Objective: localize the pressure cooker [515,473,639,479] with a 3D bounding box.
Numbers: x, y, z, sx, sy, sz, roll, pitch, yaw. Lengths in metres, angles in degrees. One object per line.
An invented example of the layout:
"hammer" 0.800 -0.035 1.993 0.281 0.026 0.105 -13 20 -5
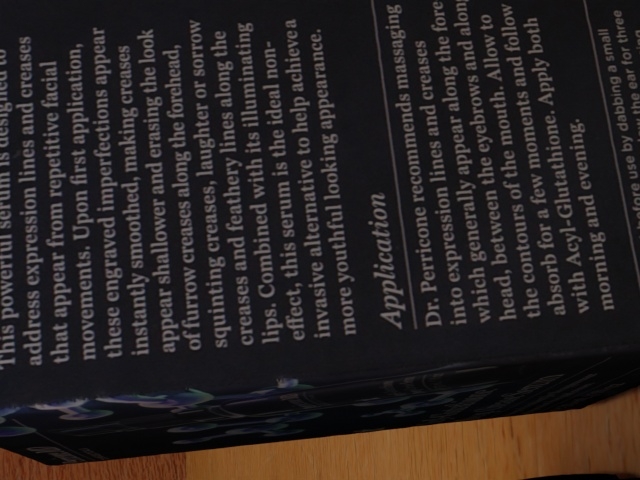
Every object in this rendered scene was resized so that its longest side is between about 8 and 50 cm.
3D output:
"pressure cooker" 0.077 0.354 0.561 0.375 0.369 0.421 -22 72 60

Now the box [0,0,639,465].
"box" 0.000 0.000 0.604 0.293 0.395 0.212 102 163 -74
